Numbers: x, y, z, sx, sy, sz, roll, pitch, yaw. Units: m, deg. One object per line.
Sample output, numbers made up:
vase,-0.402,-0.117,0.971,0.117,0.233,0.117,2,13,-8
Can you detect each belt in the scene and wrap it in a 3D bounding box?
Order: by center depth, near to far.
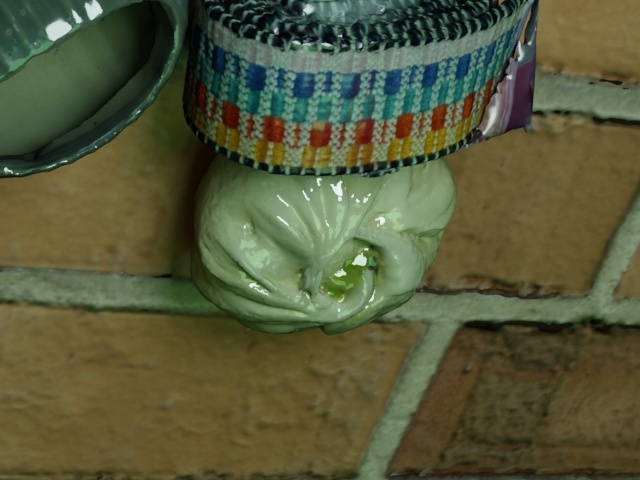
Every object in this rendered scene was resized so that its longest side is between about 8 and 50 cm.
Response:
belt,0.025,-0.150,1.509,0.295,0.207,0.160,-15,130,-34

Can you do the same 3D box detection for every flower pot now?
flower pot,-0.219,-0.155,1.398,0.243,0.157,0.189,-34,144,-10

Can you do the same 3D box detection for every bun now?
bun,0.000,0.000,1.637,0.259,0.160,0.259,-13,145,-9
